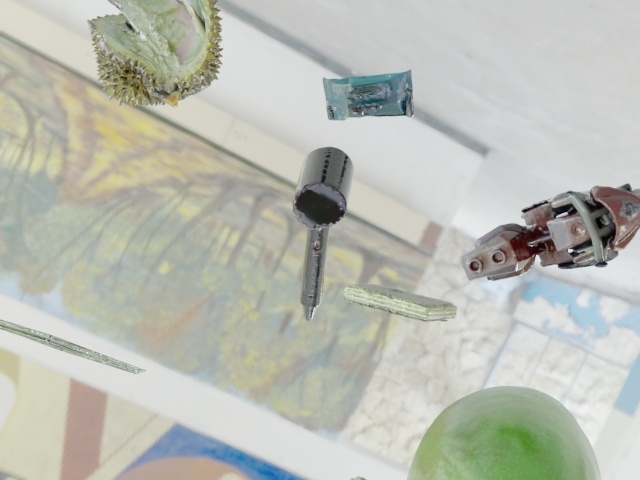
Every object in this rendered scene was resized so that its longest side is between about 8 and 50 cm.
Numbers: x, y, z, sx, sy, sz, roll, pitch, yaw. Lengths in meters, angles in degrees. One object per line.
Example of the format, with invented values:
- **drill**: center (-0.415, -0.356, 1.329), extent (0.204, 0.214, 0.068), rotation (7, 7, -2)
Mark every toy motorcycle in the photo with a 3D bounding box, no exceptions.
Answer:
- **toy motorcycle**: center (0.241, -0.003, 0.931), extent (0.082, 0.213, 0.122), rotation (69, -163, 3)

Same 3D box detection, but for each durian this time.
- **durian**: center (-0.198, -0.240, 1.209), extent (0.138, 0.193, 0.237), rotation (51, -161, -53)

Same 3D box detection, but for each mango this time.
- **mango**: center (0.181, 0.269, 0.918), extent (0.201, 0.225, 0.382), rotation (31, -170, 7)

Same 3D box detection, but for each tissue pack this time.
- **tissue pack**: center (0.076, -0.221, 1.430), extent (0.138, 0.085, 0.028), rotation (-6, -138, 2)

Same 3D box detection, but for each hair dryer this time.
- **hair dryer**: center (0.000, 0.001, 1.252), extent (0.071, 0.248, 0.114), rotation (6, -145, 4)

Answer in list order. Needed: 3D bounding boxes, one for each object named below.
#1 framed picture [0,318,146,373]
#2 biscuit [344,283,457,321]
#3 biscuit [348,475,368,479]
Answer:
- **framed picture**: center (-0.311, 0.122, 1.087), extent (0.142, 0.011, 0.183), rotation (11, 166, 28)
- **biscuit**: center (0.155, 0.119, 1.792), extent (0.199, 0.040, 0.121), rotation (13, -174, 37)
- **biscuit**: center (0.022, 0.397, 1.001), extent (0.052, 0.252, 0.150), rotation (-19, 113, 50)
